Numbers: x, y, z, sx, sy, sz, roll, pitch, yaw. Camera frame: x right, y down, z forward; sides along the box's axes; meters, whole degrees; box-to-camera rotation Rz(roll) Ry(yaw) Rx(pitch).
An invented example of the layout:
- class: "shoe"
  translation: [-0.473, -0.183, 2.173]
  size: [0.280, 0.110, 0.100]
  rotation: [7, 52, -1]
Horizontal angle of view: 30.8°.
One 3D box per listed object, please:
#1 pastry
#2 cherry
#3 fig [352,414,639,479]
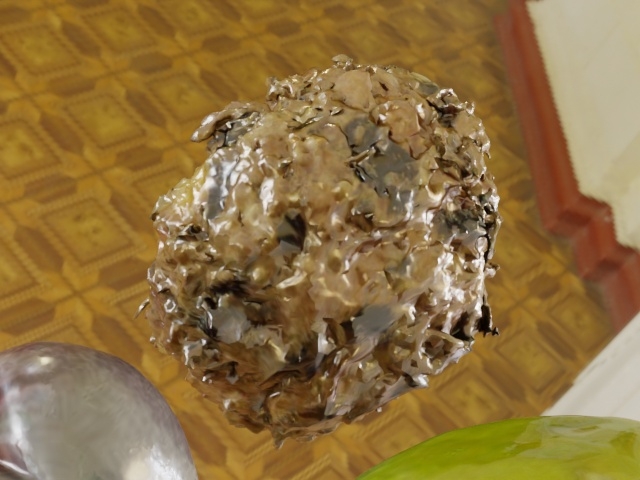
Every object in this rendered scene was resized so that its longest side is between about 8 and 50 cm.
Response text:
- class: "pastry"
  translation: [0.000, 0.000, 0.801]
  size: [0.275, 0.275, 0.193]
  rotation: [13, 18, -22]
- class: "cherry"
  translation: [-0.140, 0.138, 0.603]
  size: [0.176, 0.140, 0.176]
  rotation: [-1, 91, -43]
- class: "fig"
  translation: [0.054, 0.187, 0.463]
  size: [0.314, 0.233, 0.233]
  rotation: [-8, 39, 16]
